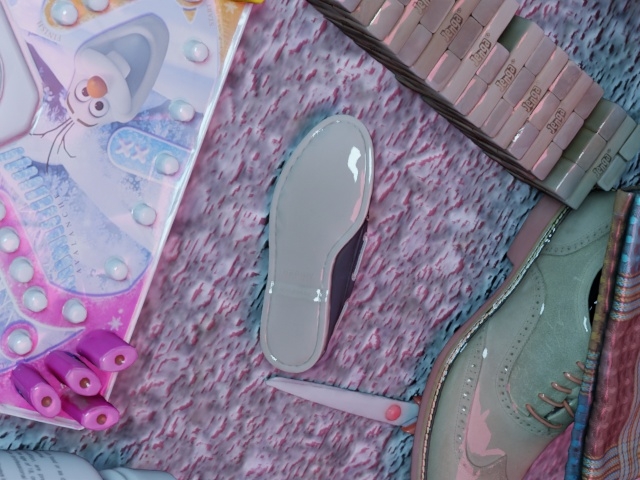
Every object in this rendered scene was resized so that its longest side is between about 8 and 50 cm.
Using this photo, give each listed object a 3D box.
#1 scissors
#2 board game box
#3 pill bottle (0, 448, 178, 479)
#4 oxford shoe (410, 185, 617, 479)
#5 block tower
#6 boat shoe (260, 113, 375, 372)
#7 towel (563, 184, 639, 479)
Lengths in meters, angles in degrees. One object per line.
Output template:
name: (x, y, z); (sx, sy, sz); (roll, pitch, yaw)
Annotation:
scissors: (0.075, 0.163, 1.105); (0.297, 0.021, 0.109); (1, 112, -32)
board game box: (-0.231, -0.099, 0.746); (0.390, 0.050, 0.390); (20, 90, -36)
pill bottle: (-0.239, 0.226, 0.865); (0.283, 0.160, 0.160); (7, 108, -33)
oxford shoe: (0.190, 0.111, 1.065); (0.123, 0.130, 0.348); (23, 92, -35)
block tower: (0.113, -0.142, 0.946); (0.335, 0.097, 0.091); (34, 92, -35)
boat shoe: (0.000, 0.000, 0.978); (0.065, 0.075, 0.206); (-24, 128, -72)
towel: (0.341, 0.063, 1.074); (0.370, 0.040, 0.271); (-11, 113, -45)
